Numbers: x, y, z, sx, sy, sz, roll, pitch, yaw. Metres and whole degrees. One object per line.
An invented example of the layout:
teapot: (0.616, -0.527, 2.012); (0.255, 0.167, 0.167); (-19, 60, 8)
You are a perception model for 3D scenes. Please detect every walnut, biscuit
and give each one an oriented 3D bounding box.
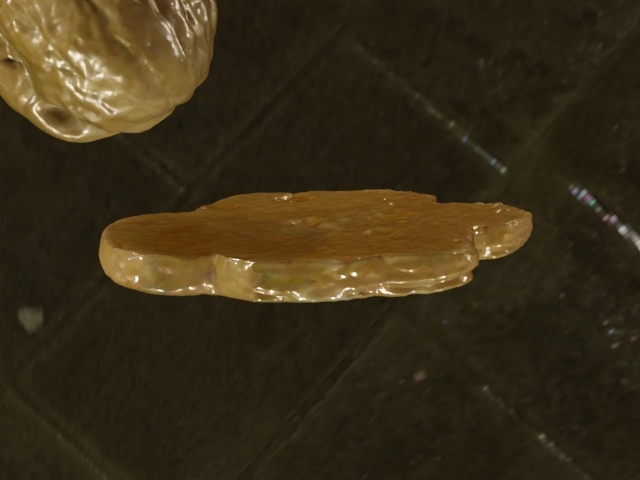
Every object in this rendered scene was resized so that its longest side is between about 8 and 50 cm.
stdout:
walnut: (-0.227, -0.226, 1.544); (0.257, 0.224, 0.257); (0, 87, -6)
biscuit: (0.000, 0.004, 1.335); (0.375, 0.269, 0.051); (-4, 106, -8)
